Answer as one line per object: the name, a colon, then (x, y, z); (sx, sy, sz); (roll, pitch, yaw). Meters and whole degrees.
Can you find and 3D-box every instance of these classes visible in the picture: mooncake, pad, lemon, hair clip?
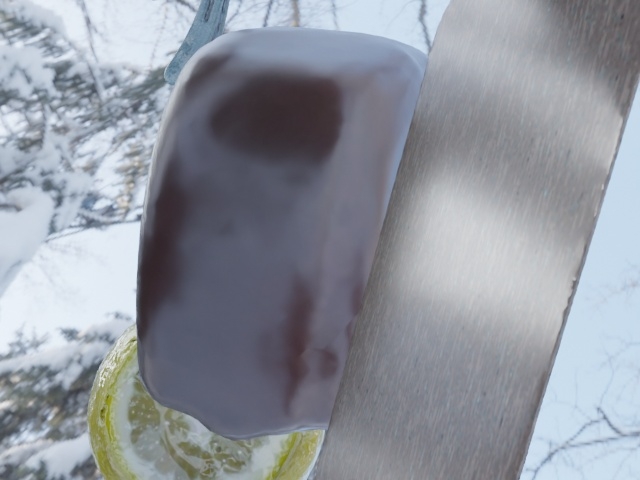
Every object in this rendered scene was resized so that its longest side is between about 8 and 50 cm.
mooncake: (0.000, 0.000, 0.718); (0.174, 0.334, 0.326); (7, -34, 13)
pad: (0.048, 0.025, 0.386); (0.002, 0.176, 0.266); (12, -82, -17)
lemon: (-0.113, 0.180, 1.034); (0.240, 0.219, 0.240); (0, -100, -1)
hair clip: (-0.118, -0.279, 1.075); (0.039, 0.070, 0.230); (20, -76, 29)
